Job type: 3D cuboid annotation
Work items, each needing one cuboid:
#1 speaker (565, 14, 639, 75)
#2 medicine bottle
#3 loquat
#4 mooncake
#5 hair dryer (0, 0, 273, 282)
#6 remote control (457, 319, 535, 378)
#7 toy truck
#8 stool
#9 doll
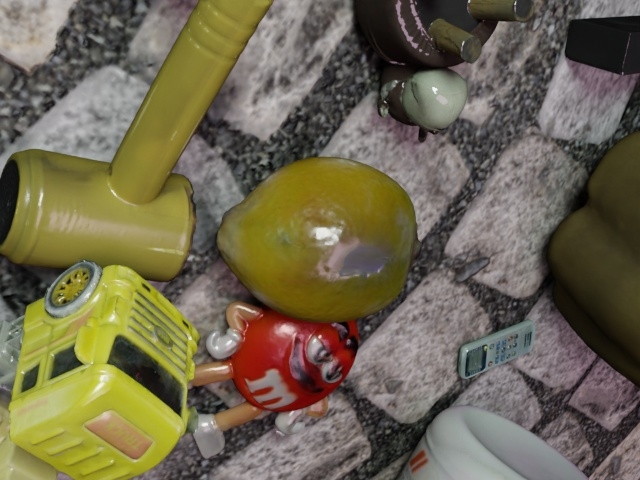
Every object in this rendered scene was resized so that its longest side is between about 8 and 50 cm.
[{"bbox_3d":[0.382,-0.224,0.824,0.218,0.082,0.044,-13,120,-29],"label":"speaker"},{"bbox_3d":[0.186,0.393,0.931,0.241,0.241,0.302,20,103,-38],"label":"medicine bottle"},{"bbox_3d":[0.000,0.000,0.662,0.195,0.152,0.152,2,114,-19],"label":"loquat"},{"bbox_3d":[0.465,0.004,0.903,0.378,0.201,0.378,-20,132,-23],"label":"mooncake"},{"bbox_3d":[-0.126,-0.078,0.519,0.135,0.090,0.278,11,134,-35],"label":"hair dryer"},{"bbox_3d":[0.233,0.143,0.969,0.124,0.018,0.053,-15,122,-26],"label":"remote control"},{"bbox_3d":[-0.226,0.139,0.540,0.272,0.157,0.124,-25,132,14],"label":"toy truck"},{"bbox_3d":[0.103,-0.185,0.643,0.125,0.121,0.217,-11,115,-30],"label":"stool"},{"bbox_3d":[-0.043,0.131,0.745,0.217,0.085,0.183,-25,125,-8],"label":"doll"}]
